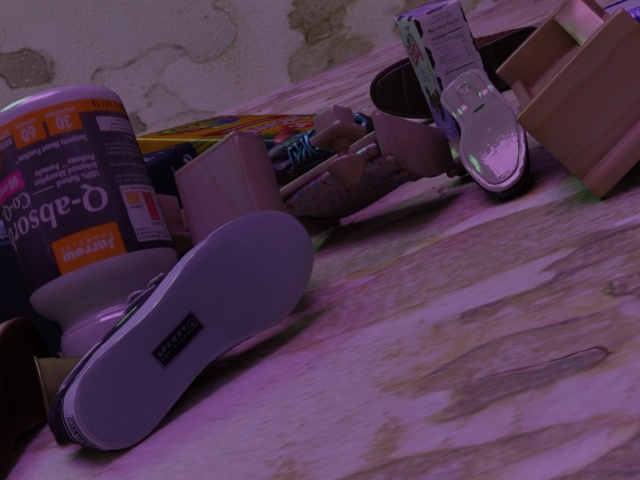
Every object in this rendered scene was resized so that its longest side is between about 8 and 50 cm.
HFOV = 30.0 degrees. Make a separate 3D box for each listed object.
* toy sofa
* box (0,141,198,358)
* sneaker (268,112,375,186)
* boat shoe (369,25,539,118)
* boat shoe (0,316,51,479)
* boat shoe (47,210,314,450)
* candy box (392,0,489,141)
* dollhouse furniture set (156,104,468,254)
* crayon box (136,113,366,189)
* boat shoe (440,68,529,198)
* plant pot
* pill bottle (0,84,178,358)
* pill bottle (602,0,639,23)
[{"bbox_3d":[0.311,-0.155,1.303,0.150,0.177,0.362,-46,8,15],"label":"toy sofa"},{"bbox_3d":[-0.314,0.029,1.517,0.296,0.182,0.294,-11,19,44],"label":"box"},{"bbox_3d":[-0.004,-0.116,1.431,0.167,0.065,0.076,-22,-15,10],"label":"sneaker"},{"bbox_3d":[0.229,-0.271,1.972,0.307,0.110,0.104,-14,9,0],"label":"boat shoe"},{"bbox_3d":[-0.343,0.166,1.182,0.098,0.109,0.302,-20,19,10],"label":"boat shoe"},{"bbox_3d":[-0.131,0.084,1.133,0.306,0.113,0.105,-49,19,-29],"label":"boat shoe"},{"bbox_3d":[0.180,-0.236,1.677,0.070,0.196,0.165,-24,12,-1],"label":"candy box"},{"bbox_3d":[0.000,0.000,1.401,0.303,0.173,0.356,-30,-22,35],"label":"dollhouse furniture set"},{"bbox_3d":[-0.116,-0.120,1.652,0.319,0.081,0.202,3,16,34],"label":"crayon box"},{"bbox_3d":[0.204,-0.116,1.385,0.084,0.079,0.233,-32,31,14],"label":"boat shoe"},{"bbox_3d":[-0.229,0.142,1.158,0.079,0.083,0.083,-15,10,-17],"label":"plant pot"},{"bbox_3d":[-0.245,-0.010,1.263,0.162,0.278,0.162,-21,-11,-4],"label":"pill bottle"},{"bbox_3d":[0.437,-0.272,1.562,0.187,0.112,0.112,-20,13,13],"label":"pill bottle"}]
